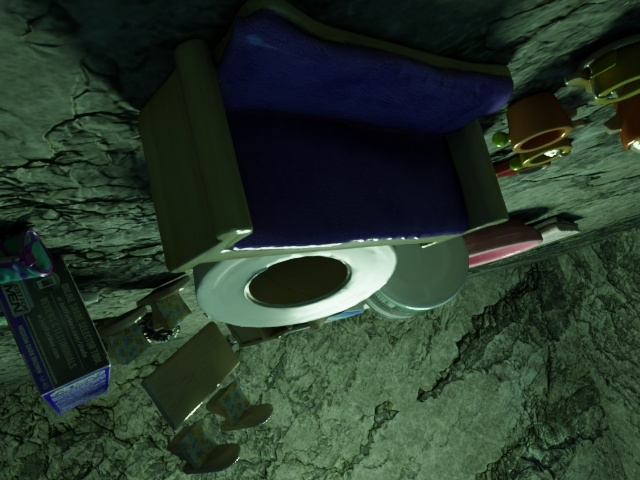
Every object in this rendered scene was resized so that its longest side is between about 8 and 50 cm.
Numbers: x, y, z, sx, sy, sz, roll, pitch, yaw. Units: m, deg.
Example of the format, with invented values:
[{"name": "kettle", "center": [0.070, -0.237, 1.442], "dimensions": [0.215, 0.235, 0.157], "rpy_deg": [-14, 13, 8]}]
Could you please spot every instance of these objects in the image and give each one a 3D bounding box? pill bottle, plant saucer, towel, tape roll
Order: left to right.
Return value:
[{"name": "tape roll", "center": [-0.039, 0.019, 0.783], "dimensions": [0.287, 0.100, 0.286], "rpy_deg": [-10, 150, -6]}, {"name": "pill bottle", "center": [0.187, 0.071, 1.245], "dimensions": [0.204, 0.204, 0.361], "rpy_deg": [-13, 169, -4]}, {"name": "plant saucer", "center": [0.471, 0.015, 1.615], "dimensions": [0.333, 0.084, 0.332], "rpy_deg": [-13, 168, -3]}, {"name": "towel", "center": [0.688, -0.002, 1.877], "dimensions": [0.317, 0.053, 0.332], "rpy_deg": [-23, 166, 33]}]

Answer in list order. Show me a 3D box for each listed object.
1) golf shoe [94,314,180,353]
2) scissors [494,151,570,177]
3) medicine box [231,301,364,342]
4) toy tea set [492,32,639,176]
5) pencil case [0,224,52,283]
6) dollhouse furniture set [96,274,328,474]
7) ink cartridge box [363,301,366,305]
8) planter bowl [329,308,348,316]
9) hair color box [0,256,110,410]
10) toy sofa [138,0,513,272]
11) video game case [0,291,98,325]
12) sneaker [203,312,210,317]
[{"name": "golf shoe", "center": [-0.536, 0.267, 1.565], "dimensions": [0.120, 0.105, 0.273], "rpy_deg": [-15, 170, 43]}, {"name": "scissors", "center": [0.272, -0.113, 0.939], "dimensions": [0.297, 0.021, 0.109], "rpy_deg": [-12, 171, -4]}, {"name": "medicine box", "center": [-0.072, 0.171, 1.540], "dimensions": [0.290, 0.149, 0.264], "rpy_deg": [-20, 167, 30]}, {"name": "toy tea set", "center": [0.312, -0.116, 0.700], "dimensions": [0.200, 0.124, 0.336], "rpy_deg": [-6, 166, -35]}, {"name": "pencil case", "center": [-0.413, 0.029, 0.668], "dimensions": [0.152, 0.064, 0.070], "rpy_deg": [-14, -176, -5]}, {"name": "dollhouse furniture set", "center": [-0.198, 0.227, 1.201], "dimensions": [0.257, 0.362, 0.394], "rpy_deg": [-23, -168, 36]}, {"name": "ink cartridge box", "center": [0.102, 0.179, 1.871], "dimensions": [0.273, 0.114, 0.198], "rpy_deg": [-7, 167, -31]}, {"name": "planter bowl", "center": [0.015, 0.073, 1.216], "dimensions": [0.162, 0.162, 0.109], "rpy_deg": [-18, -170, 17]}, {"name": "hair color box", "center": [-0.441, 0.177, 0.934], "dimensions": [0.110, 0.185, 0.339], "rpy_deg": [-23, 169, -29]}, {"name": "toy sofa", "center": [0.039, -0.074, 0.510], "dimensions": [0.363, 0.150, 0.177], "rpy_deg": [-4, 165, -42]}, {"name": "video game case", "center": [-0.573, 0.137, 1.089], "dimensions": [0.191, 0.022, 0.173], "rpy_deg": [-19, 167, 22]}, {"name": "sneaker", "center": [-0.349, 0.236, 1.802], "dimensions": [0.069, 0.038, 0.098], "rpy_deg": [-14, 159, 7]}]
